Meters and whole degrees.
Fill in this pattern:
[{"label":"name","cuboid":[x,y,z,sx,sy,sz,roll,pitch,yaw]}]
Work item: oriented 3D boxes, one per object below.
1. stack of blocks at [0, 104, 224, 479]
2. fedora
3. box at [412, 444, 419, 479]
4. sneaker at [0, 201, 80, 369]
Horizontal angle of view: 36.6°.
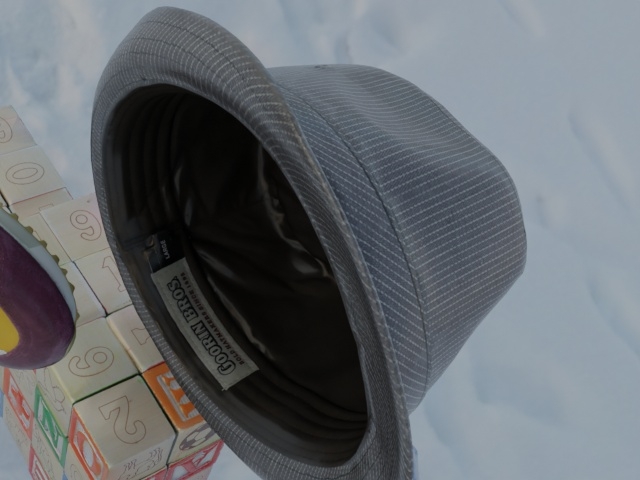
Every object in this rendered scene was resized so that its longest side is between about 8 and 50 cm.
[{"label":"stack of blocks","cuboid":[-0.182,0.048,0.650,0.087,0.171,0.297,-23,63,-32]},{"label":"fedora","cuboid":[0.000,0.000,0.454,0.124,0.275,0.243,-25,103,-27]},{"label":"box","cuboid":[0.027,0.158,0.702,0.178,0.042,0.109,59,24,-43]},{"label":"sneaker","cuboid":[-0.176,0.003,0.345,0.185,0.069,0.084,39,34,-17]}]
